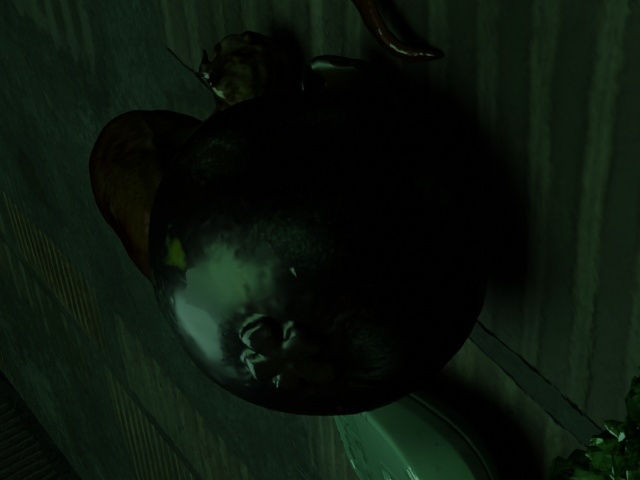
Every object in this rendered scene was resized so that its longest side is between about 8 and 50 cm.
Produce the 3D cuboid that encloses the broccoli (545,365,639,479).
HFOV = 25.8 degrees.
[{"bbox_3d":[0.239,0.257,0.847,0.321,0.310,0.413,47,175,7],"label":"broccoli"}]

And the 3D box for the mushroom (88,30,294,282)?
[{"bbox_3d":[-0.088,-0.041,1.362,0.254,0.267,0.267,-23,95,33],"label":"mushroom"}]

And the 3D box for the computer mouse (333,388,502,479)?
[{"bbox_3d":[0.098,0.204,1.342,0.288,0.097,0.160,38,150,65],"label":"computer mouse"}]

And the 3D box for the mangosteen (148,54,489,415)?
[{"bbox_3d":[0.000,0.000,1.136,0.288,0.288,0.288,46,152,34],"label":"mangosteen"}]

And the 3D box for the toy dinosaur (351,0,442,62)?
[{"bbox_3d":[-0.075,-0.293,1.166,0.432,0.097,0.208,43,164,45],"label":"toy dinosaur"}]
